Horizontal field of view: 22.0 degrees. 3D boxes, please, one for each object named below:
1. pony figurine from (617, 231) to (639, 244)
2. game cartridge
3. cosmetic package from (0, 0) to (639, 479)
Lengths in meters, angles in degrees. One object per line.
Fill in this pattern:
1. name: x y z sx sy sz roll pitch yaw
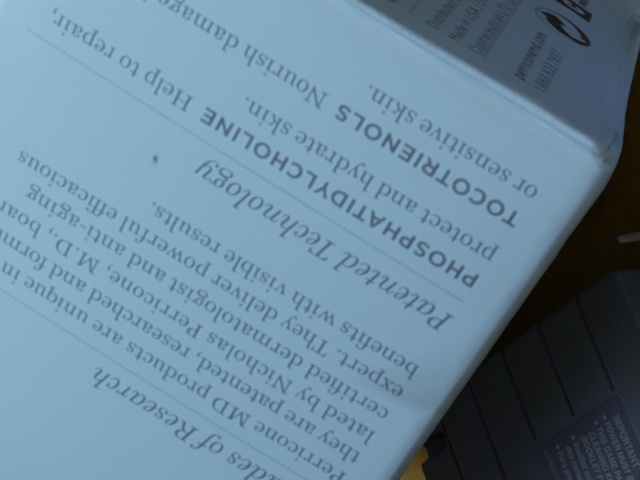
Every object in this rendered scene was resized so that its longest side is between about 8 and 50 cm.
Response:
1. pony figurine: 0.316 -0.125 0.811 0.363 0.303 0.351 4 100 33
2. game cartridge: 0.196 0.222 1.053 0.230 0.068 0.355 -38 61 36
3. cosmetic package: -0.040 -0.032 1.027 0.327 0.329 0.393 31 117 1
